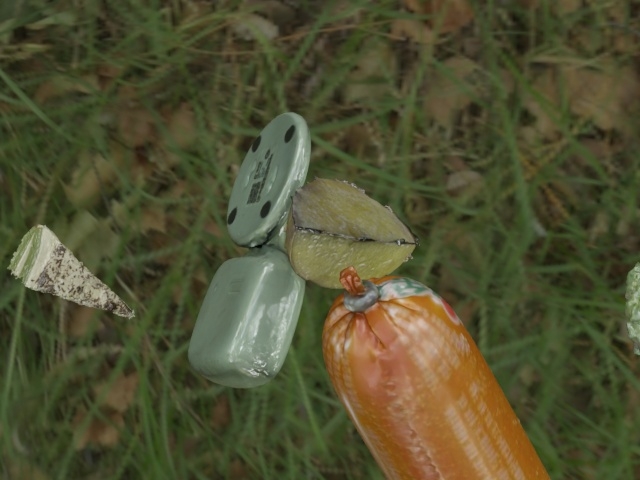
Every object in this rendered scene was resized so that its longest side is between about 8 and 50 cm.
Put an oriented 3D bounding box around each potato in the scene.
[{"bbox_3d":[0.000,0.000,1.448,0.172,0.101,0.089,3,130,-45],"label":"potato"}]

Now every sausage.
[{"bbox_3d":[0.084,0.137,0.575,0.053,0.053,0.348,-34,123,-8],"label":"sausage"}]

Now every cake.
[{"bbox_3d":[-0.230,0.044,1.370,0.055,0.051,0.140,-53,138,-11],"label":"cake"}]

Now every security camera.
[{"bbox_3d":[-0.058,0.010,1.582,0.080,0.157,0.302,20,77,-24],"label":"security camera"}]

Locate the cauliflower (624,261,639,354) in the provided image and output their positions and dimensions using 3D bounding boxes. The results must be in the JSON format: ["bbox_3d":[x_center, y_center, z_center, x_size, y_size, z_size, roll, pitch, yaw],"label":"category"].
[{"bbox_3d":[0.325,0.073,0.988,0.239,0.256,0.315,25,61,5],"label":"cauliflower"}]
